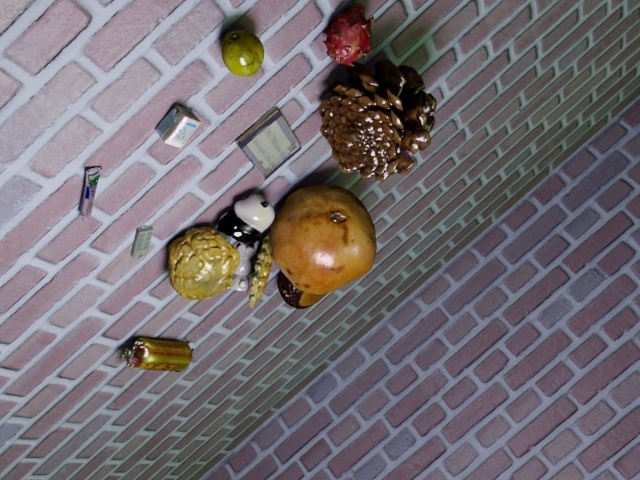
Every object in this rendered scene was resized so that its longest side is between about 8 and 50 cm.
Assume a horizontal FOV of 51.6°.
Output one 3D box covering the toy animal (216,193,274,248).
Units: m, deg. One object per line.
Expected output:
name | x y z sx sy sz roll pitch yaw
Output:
toy animal | -0.232 -0.068 2.139 0.179 0.138 0.166 -51 171 5

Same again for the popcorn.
popcorn | -0.373 0.074 2.114 0.250 0.190 0.250 -14 140 -12

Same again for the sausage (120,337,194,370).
sausage | -0.598 0.411 2.395 0.125 0.117 0.317 -45 152 13

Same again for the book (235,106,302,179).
book | -0.154 -0.291 2.012 0.157 0.026 0.231 -42 153 -2

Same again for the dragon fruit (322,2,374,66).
dragon fruit | 0.081 -0.559 1.803 0.133 0.136 0.165 -53 159 -82

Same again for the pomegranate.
pomegranate | 0.000 0.000 2.289 0.410 0.410 0.410 -29 151 -19

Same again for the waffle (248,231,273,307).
waffle | -0.206 0.107 2.340 0.250 0.056 0.261 106 1 -51

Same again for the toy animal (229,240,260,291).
toy animal | -0.263 0.092 2.351 0.131 0.127 0.181 14 80 -34

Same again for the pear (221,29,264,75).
pear | -0.191 -0.462 1.629 0.107 0.107 0.131 -35 159 -8

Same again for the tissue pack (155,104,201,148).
tissue pack | -0.366 -0.294 1.710 0.094 0.058 0.074 -48 153 16

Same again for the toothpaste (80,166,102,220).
toothpaste | -0.600 -0.119 1.718 0.045 0.028 0.169 -19 143 -46

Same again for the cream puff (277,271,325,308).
cream puff | -0.061 0.157 2.625 0.239 0.165 0.239 -30 151 -18

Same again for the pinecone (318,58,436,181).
pinecone | 0.199 -0.383 1.988 0.385 0.384 0.384 -29 151 -19

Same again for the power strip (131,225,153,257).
power strip | -0.537 0.009 1.990 0.051 0.019 0.136 -16 144 -41
